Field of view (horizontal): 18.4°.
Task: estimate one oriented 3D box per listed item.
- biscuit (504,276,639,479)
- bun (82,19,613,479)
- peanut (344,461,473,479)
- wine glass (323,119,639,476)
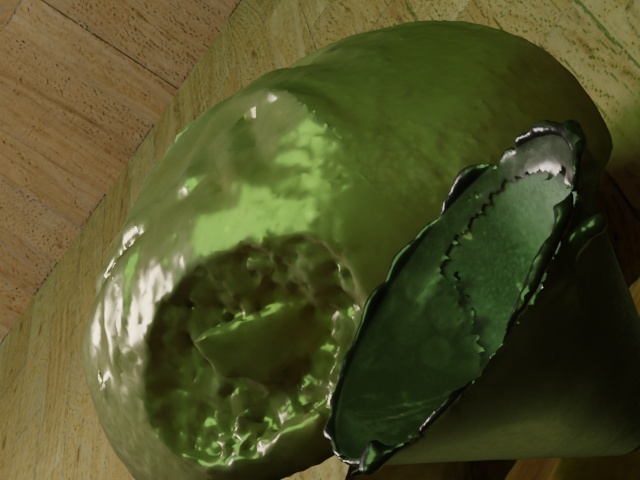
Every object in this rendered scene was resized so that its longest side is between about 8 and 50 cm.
[{"bbox_3d":[0.094,0.163,0.909,0.344,0.057,0.287,-59,-4,-1],"label":"biscuit"},{"bbox_3d":[-0.003,-0.002,1.210,0.364,0.202,0.364,-41,-1,-1],"label":"bun"},{"bbox_3d":[0.030,0.177,1.165,0.187,0.082,0.082,-55,15,6],"label":"peanut"},{"bbox_3d":[0.135,0.077,0.742,0.156,0.232,0.156,-51,15,19],"label":"wine glass"}]
